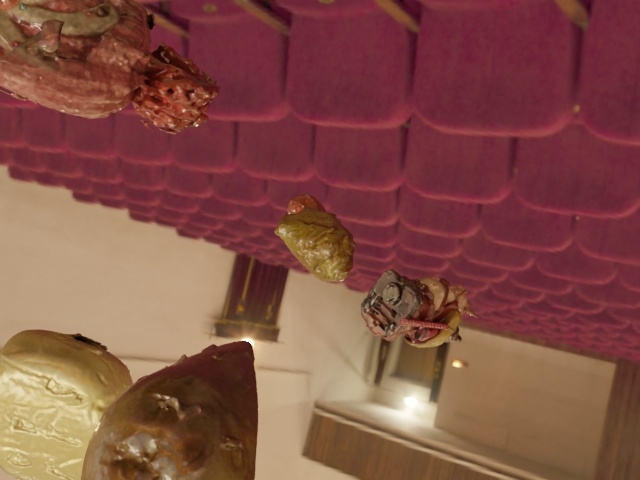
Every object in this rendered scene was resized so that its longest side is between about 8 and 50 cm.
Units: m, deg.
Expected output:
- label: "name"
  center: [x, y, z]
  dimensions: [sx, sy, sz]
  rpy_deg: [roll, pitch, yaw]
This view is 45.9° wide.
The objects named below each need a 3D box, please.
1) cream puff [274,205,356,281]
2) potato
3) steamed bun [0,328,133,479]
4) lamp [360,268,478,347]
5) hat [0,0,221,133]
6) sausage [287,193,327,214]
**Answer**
- label: "cream puff"
  center: [0.000, 0.000, 0.743]
  dimensions: [0.083, 0.058, 0.083]
  rpy_deg: [48, 174, -26]
- label: "potato"
  center: [-0.084, 0.103, 0.449]
  dimensions: [0.100, 0.089, 0.172]
  rpy_deg: [10, -142, -11]
- label: "steamed bun"
  center: [-0.408, 0.280, 1.241]
  dimensions: [0.232, 0.273, 0.166]
  rpy_deg: [6, -164, 11]
- label: "lamp"
  center: [0.173, 0.111, 1.187]
  dimensions: [0.118, 0.118, 0.253]
  rpy_deg: [10, 177, 45]
- label: "hat"
  center: [-0.213, -0.174, 0.614]
  dimensions: [0.286, 0.107, 0.237]
  rpy_deg: [23, -146, -21]
- label: "sausage"
  center: [-0.018, -0.035, 1.200]
  dimensions: [0.054, 0.059, 0.094]
  rpy_deg: [51, 177, 36]
